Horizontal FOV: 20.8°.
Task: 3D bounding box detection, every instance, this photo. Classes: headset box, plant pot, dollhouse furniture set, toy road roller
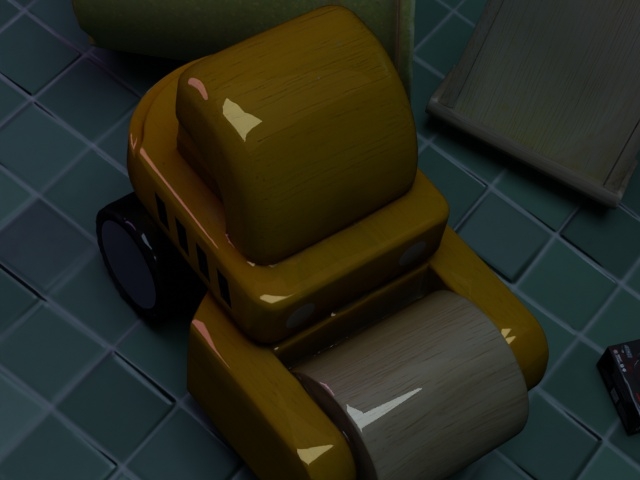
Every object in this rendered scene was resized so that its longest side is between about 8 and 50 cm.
[{"bbox_3d":[0.257,0.103,1.294,0.083,0.032,0.062,-11,62,-16],"label":"headset box"},{"bbox_3d":[-0.053,-0.233,1.324,0.254,0.276,0.276,1,58,3],"label":"plant pot"},{"bbox_3d":[0.266,-0.248,1.446,0.362,0.256,0.394,28,36,5],"label":"dollhouse furniture set"},{"bbox_3d":[0.000,0.000,1.170,0.202,0.240,0.329,-28,63,-25],"label":"toy road roller"}]
